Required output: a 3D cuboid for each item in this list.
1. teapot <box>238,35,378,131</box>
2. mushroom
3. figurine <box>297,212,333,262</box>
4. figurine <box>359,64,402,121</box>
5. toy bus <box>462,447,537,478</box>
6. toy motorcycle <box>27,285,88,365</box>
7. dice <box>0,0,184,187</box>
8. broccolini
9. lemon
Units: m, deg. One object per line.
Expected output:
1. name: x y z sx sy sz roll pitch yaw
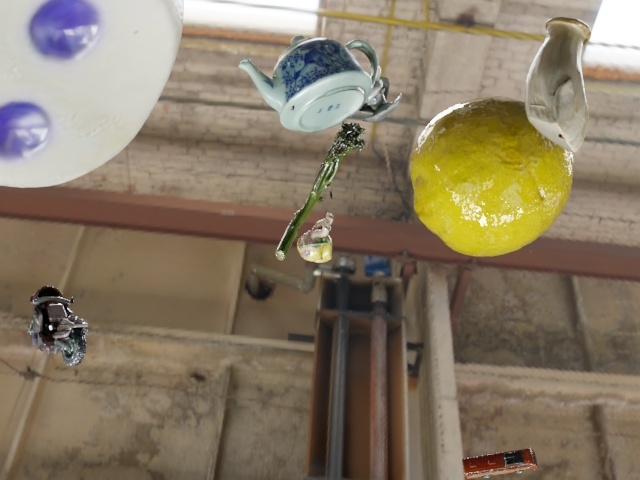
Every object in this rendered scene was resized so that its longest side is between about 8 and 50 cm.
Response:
1. teapot: -0.007 -0.267 1.324 0.232 0.159 0.159 -17 -131 -23
2. mushroom: 0.415 -0.277 1.446 0.108 0.096 0.247 2 -109 18
3. figurine: 0.000 0.000 1.753 0.083 0.187 0.083 6 -115 -14
4. figurine: 0.086 -0.248 1.423 0.094 0.082 0.086 -33 -92 -4
5. toy bus: 0.271 0.337 1.253 0.110 0.043 0.031 -13 -120 13
6. toy motorcycle: -0.482 0.154 1.526 0.082 0.122 0.213 -3 -170 -41
7. dice: -0.358 -0.255 0.920 0.304 0.304 0.277 3 -139 -49
8. broccolini: 0.003 -0.086 1.356 0.062 0.123 0.271 28 -105 7
9. lemon: 0.348 -0.133 1.691 0.348 0.348 0.348 4 -136 -4
